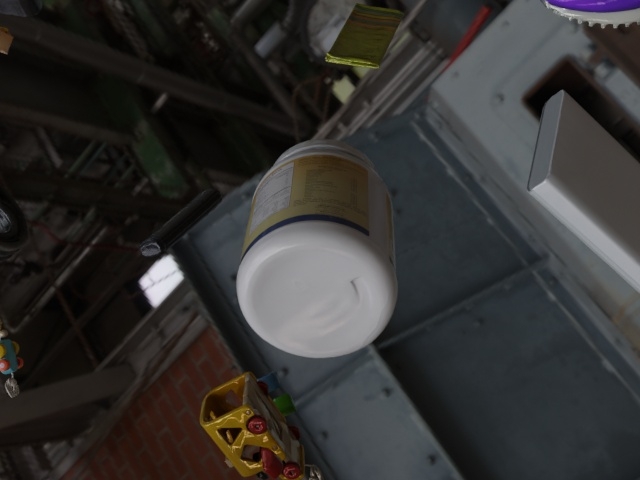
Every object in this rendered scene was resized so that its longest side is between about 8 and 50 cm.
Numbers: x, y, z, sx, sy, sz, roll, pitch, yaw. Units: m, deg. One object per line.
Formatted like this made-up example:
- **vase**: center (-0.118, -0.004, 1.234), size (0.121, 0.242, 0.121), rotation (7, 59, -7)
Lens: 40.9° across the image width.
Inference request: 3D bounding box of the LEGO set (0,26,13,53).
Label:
- **LEGO set**: center (-0.495, -0.304, 0.988), size (0.287, 0.132, 0.107), rotation (5, -107, -29)

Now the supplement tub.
- **supplement tub**: center (0.000, 0.000, 1.312), size (0.228, 0.228, 0.316), rotation (37, -153, -19)

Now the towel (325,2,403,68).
- **towel**: center (0.085, -0.386, 1.607), size (0.102, 0.021, 0.237), rotation (9, -142, 11)

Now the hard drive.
- **hard drive**: center (0.401, -0.037, 1.128), size (0.307, 0.040, 0.203), rotation (39, -136, -15)

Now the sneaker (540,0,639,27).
- **sneaker**: center (0.369, -0.315, 0.881), size (0.102, 0.293, 0.146), rotation (-87, -12, -52)

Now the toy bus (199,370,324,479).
- **toy bus**: center (-0.099, 0.303, 1.298), size (0.202, 0.104, 0.191), rotation (67, -168, 21)

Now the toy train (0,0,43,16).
- **toy train**: center (-0.556, -0.537, 1.517), size (0.142, 0.190, 0.334), rotation (5, 169, -7)

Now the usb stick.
- **usb stick**: center (-0.313, -0.043, 1.956), size (0.045, 0.077, 0.278), rotation (66, -148, -19)

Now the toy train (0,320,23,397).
- **toy train**: center (-0.513, 0.162, 1.304), size (0.125, 0.046, 0.166), rotation (-102, -7, -55)

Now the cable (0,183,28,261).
- **cable**: center (-0.336, -0.107, 0.671), size (0.287, 0.072, 0.139), rotation (50, -161, 5)
